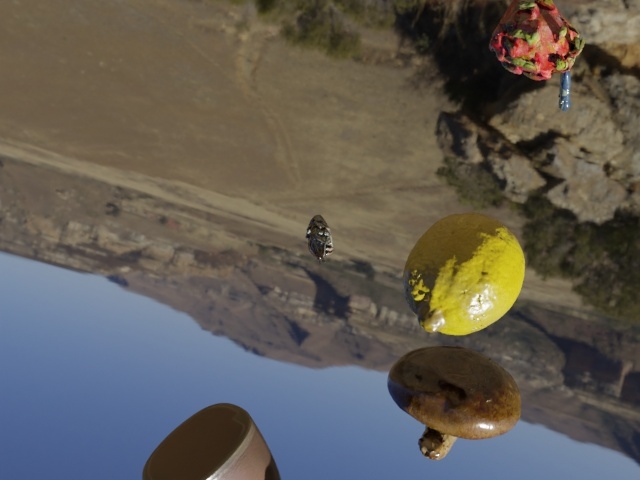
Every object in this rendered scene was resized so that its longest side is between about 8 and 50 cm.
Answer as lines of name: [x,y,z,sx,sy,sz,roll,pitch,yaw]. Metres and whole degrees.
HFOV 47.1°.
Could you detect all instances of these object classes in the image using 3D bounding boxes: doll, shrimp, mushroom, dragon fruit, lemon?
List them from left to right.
shrimp: [-0.001,0.001,1.832,0.074,0.073,0.190,8,-146,-5]
mushroom: [0.357,0.393,1.925,0.344,0.239,0.345,18,-141,-15]
lemon: [0.305,0.075,1.582,0.245,0.320,0.245,29,145,23]
dragon fruit: [0.445,-0.413,1.500,0.172,0.160,0.167,30,131,3]
doll: [0.574,-0.359,1.727,0.027,0.037,0.125,-8,131,10]

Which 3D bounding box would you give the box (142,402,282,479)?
box: [-0.236,0.556,1.722,0.216,0.301,0.301,58,158,-19]
